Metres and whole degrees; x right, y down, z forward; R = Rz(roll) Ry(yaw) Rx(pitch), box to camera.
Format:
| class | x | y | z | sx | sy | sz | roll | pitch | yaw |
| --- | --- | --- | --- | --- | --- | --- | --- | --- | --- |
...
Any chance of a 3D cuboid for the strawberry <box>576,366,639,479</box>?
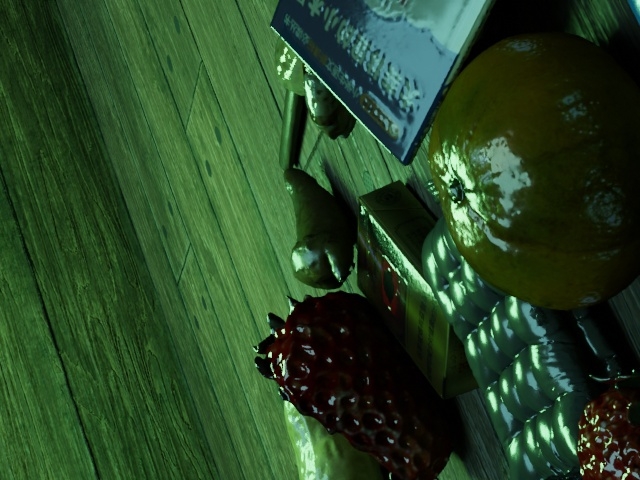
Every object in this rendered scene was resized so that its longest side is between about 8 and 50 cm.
| class | x | y | z | sx | sy | sz | roll | pitch | yaw |
| --- | --- | --- | --- | --- | --- | --- | --- | --- | --- |
| strawberry | 0.271 | 0.210 | 0.995 | 0.174 | 0.098 | 0.228 | 28 | 138 | 13 |

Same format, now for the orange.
| class | x | y | z | sx | sy | sz | roll | pitch | yaw |
| --- | --- | --- | --- | --- | --- | --- | --- | --- | --- |
| orange | 0.188 | -0.056 | 1.027 | 0.240 | 0.171 | 0.240 | 53 | 153 | 42 |

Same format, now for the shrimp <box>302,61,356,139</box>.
| class | x | y | z | sx | sy | sz | roll | pitch | yaw |
| --- | --- | --- | --- | --- | --- | --- | --- | --- | --- |
| shrimp | 0.036 | -0.289 | 1.313 | 0.233 | 0.071 | 0.365 | 34 | -118 | -70 |

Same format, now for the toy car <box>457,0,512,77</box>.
| class | x | y | z | sx | sy | sz | roll | pitch | yaw |
| --- | --- | --- | --- | --- | --- | --- | --- | --- | --- |
| toy car | 0.120 | -0.272 | 1.148 | 0.301 | 0.118 | 0.193 | 101 | 150 | -52 |

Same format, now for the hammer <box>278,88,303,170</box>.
| class | x | y | z | sx | sy | sz | roll | pitch | yaw |
| --- | --- | --- | --- | --- | --- | --- | --- | --- | --- |
| hammer | -0.040 | -0.221 | 1.772 | 0.365 | 0.043 | 0.111 | 101 | 148 | -57 |

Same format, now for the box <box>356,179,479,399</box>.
| class | x | y | z | sx | sy | sz | roll | pitch | yaw |
| --- | --- | --- | --- | --- | --- | --- | --- | --- | --- |
| box | 0.124 | 0.059 | 1.481 | 0.240 | 0.071 | 0.159 | -126 | 25 | -45 |

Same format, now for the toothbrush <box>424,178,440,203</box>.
| class | x | y | z | sx | sy | sz | roll | pitch | yaw |
| --- | --- | --- | --- | --- | --- | --- | --- | --- | --- |
| toothbrush | 0.176 | -0.077 | 1.273 | 0.031 | 0.030 | 0.297 | 65 | 162 | 0 |

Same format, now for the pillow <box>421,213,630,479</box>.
| class | x | y | z | sx | sy | sz | roll | pitch | yaw |
| --- | --- | --- | --- | --- | --- | --- | --- | --- | --- |
| pillow | 0.209 | 0.097 | 1.218 | 0.228 | 0.101 | 0.326 | 115 | 138 | -65 |

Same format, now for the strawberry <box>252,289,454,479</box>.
| class | x | y | z | sx | sy | sz | roll | pitch | yaw |
| --- | --- | --- | --- | --- | --- | --- | --- | --- | --- |
| strawberry | 0.058 | 0.172 | 1.587 | 0.150 | 0.253 | 0.280 | -54 | 46 | 17 |

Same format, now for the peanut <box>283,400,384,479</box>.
| class | x | y | z | sx | sy | sz | roll | pitch | yaw |
| --- | --- | --- | --- | --- | --- | --- | --- | --- | --- |
| peanut | 0.025 | 0.339 | 1.911 | 0.147 | 0.147 | 0.319 | 146 | 112 | -71 |

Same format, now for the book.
| class | x | y | z | sx | sy | sz | roll | pitch | yaw |
| --- | --- | --- | --- | --- | --- | --- | --- | --- | --- |
| book | 0.071 | -0.256 | 1.071 | 0.228 | 0.018 | 0.322 | 50 | 133 | 29 |

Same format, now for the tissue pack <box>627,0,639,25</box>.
| class | x | y | z | sx | sy | sz | roll | pitch | yaw |
| --- | --- | --- | --- | --- | --- | --- | --- | --- | --- |
| tissue pack | 0.276 | -0.184 | 0.703 | 0.198 | 0.146 | 0.263 | 121 | 130 | -67 |

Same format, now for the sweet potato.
| class | x | y | z | sx | sy | sz | roll | pitch | yaw |
| --- | --- | --- | --- | --- | --- | --- | --- | --- | --- |
| sweet potato | 0.001 | 0.004 | 1.698 | 0.310 | 0.098 | 0.124 | -104 | -1 | -63 |

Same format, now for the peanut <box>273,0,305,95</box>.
| class | x | y | z | sx | sy | sz | roll | pitch | yaw |
| --- | --- | --- | --- | --- | --- | --- | --- | --- | --- |
| peanut | -0.004 | -0.267 | 1.496 | 0.257 | 0.123 | 0.124 | 114 | 137 | -60 |
